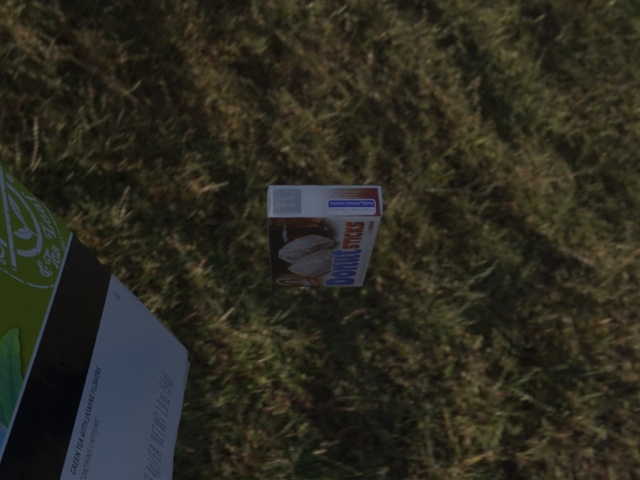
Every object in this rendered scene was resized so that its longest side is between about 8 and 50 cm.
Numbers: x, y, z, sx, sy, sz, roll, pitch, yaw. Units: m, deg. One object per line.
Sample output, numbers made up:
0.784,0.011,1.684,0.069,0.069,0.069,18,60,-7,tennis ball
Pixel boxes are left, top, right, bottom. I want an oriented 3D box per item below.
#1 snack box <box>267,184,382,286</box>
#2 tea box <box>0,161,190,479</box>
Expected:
0.000,0.000,0.768,0.064,0.178,0.022,-1,76,-2,snack box
-0.257,0.099,0.617,0.323,0.220,0.329,48,18,-24,tea box
